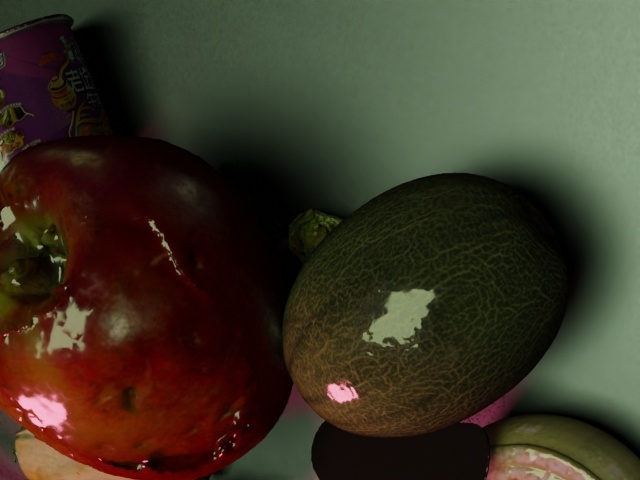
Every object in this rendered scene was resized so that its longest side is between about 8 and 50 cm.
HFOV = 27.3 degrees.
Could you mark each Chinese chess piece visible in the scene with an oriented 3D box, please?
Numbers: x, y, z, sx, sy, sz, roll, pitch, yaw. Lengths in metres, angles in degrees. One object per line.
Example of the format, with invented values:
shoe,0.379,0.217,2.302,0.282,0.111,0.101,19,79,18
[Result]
Chinese chess piece,0.232,0.312,1.352,0.270,0.112,0.270,7,104,30

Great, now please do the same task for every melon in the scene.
melon,0.098,0.070,1.309,0.301,0.237,0.237,-36,79,20

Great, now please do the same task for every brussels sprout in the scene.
brussels sprout,0.000,0.000,1.472,0.085,0.058,0.085,0,115,1

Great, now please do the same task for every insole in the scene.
insole,0.077,0.231,1.412,0.322,0.007,0.109,-11,69,56

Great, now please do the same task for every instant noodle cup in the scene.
instant noodle cup,-0.362,-0.128,1.572,0.251,0.251,0.190,-26,94,33

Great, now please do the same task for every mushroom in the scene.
mushroom,-0.265,0.267,1.669,0.312,0.081,0.100,-6,95,33

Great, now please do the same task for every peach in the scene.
peach,-0.199,0.088,1.418,0.339,0.416,0.353,-20,64,17
